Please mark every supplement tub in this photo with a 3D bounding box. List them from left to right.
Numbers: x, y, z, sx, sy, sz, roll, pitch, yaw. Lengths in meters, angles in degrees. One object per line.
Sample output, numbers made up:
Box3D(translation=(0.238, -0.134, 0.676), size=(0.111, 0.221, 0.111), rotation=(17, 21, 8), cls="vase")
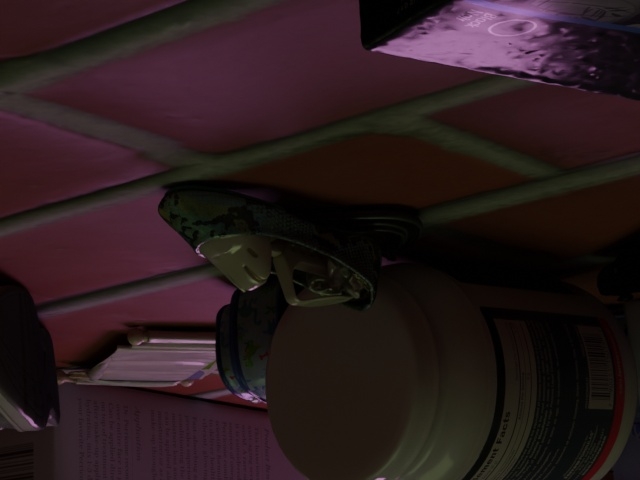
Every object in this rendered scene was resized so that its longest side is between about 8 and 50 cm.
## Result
Box3D(translation=(0.109, 0.118, 1.556), size=(0.272, 0.191, 0.191), rotation=(7, 163, -44), cls="supplement tub")

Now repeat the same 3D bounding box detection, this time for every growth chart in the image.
Box3D(translation=(-0.145, 0.117, 1.861), size=(0.172, 0.021, 0.237), rotation=(4, 164, -26), cls="growth chart")

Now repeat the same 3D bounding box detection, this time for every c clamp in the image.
Box3D(translation=(0.000, 0.000, 1.454), size=(0.161, 0.022, 0.137), rotation=(-3, 160, 7), cls="c clamp")

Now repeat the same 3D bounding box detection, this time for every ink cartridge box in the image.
Box3D(translation=(0.198, -0.121, 0.946), size=(0.333, 0.065, 0.165), rotation=(5, 163, -31), cls="ink cartridge box")

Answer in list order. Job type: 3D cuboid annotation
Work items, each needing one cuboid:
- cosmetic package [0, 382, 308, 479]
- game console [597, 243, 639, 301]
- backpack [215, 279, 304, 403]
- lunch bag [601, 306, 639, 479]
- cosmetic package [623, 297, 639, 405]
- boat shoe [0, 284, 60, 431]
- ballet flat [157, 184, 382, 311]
Box3D(translation=(-0.190, 0.297, 2.133), size=(0.161, 0.230, 0.453), rotation=(-13, 161, 36), cls="cosmetic package")
Box3D(translation=(0.341, -0.010, 1.431), size=(0.213, 0.044, 0.361), rotation=(3, 165, -20), cls="game console")
Box3D(translation=(-0.042, 0.088, 1.607), size=(0.084, 0.105, 0.114), rotation=(-9, 159, 18), cls="backpack")
Box3D(translation=(0.213, 0.191, 1.777), size=(0.303, 0.243, 0.115), rotation=(-4, 166, 7), cls="lunch bag")
Box3D(translation=(0.382, 0.153, 1.649), size=(0.138, 0.224, 0.225), rotation=(-14, 170, 34), cls="cosmetic package")
Box3D(translation=(-0.286, 0.110, 1.630), size=(0.103, 0.118, 0.320), rotation=(-7, 172, -3), cls="boat shoe")
Box3D(translation=(-0.031, 0.011, 1.360), size=(0.188, 0.070, 0.070), rotation=(14, 158, -32), cls="ballet flat")
